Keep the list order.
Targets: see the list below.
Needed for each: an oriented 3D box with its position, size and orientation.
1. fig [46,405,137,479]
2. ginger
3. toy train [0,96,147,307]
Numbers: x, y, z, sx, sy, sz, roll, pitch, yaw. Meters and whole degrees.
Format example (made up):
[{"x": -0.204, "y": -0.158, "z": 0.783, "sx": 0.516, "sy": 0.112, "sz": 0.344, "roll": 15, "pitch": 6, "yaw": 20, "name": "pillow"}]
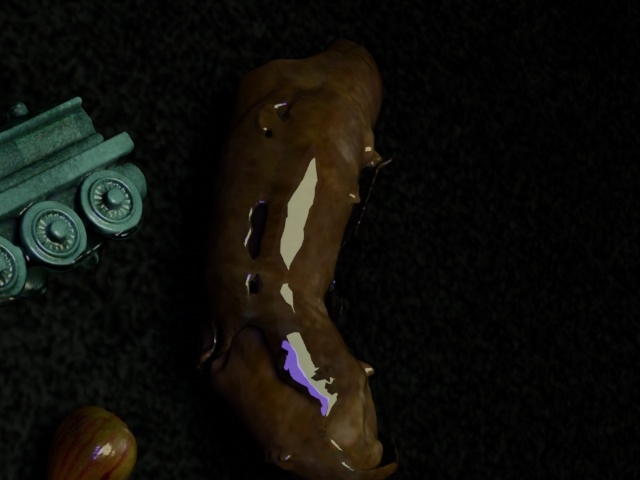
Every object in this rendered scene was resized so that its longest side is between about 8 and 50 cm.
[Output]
[{"x": -0.137, "y": 0.135, "z": 0.996, "sx": 0.050, "sy": 0.050, "sz": 0.083, "roll": 36, "pitch": 78, "yaw": -28, "name": "fig"}, {"x": -0.013, "y": 0.002, "z": 1.088, "sx": 0.133, "sy": 0.107, "sz": 0.309, "roll": 8, "pitch": 71, "yaw": -24, "name": "ginger"}, {"x": -0.175, "y": -0.022, "z": 0.981, "sx": 0.170, "sy": 0.071, "sz": 0.111, "roll": -31, "pitch": 94, "yaw": -40, "name": "toy train"}]
